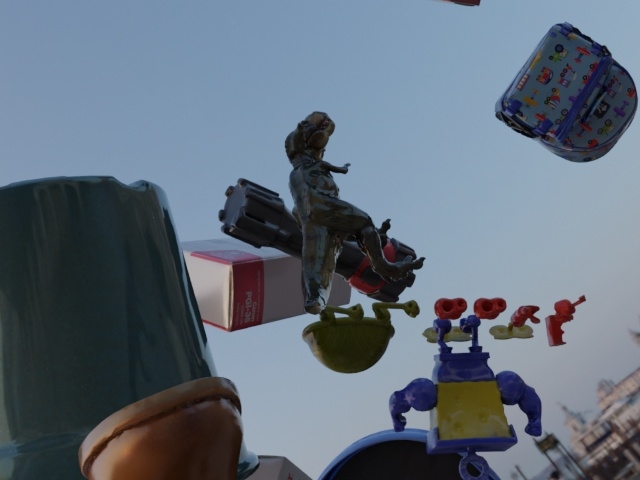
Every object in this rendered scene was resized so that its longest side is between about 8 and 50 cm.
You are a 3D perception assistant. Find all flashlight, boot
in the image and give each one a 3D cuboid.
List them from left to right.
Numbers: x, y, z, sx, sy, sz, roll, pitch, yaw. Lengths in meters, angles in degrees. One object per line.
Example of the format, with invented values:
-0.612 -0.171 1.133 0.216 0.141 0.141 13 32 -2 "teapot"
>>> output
-0.075 0.234 0.396 0.109 0.220 0.283 -5 -42 -32 "boot"
0.000 0.000 0.952 0.304 0.103 0.103 24 -27 -28 "flashlight"

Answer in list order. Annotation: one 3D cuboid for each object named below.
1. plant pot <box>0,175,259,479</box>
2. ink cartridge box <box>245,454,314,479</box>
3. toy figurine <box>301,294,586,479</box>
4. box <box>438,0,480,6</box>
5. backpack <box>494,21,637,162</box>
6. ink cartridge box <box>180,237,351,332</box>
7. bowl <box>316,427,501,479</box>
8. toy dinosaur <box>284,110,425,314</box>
-0.269 0.123 0.731 0.341 0.334 0.341 -13 -9 -2 "plant pot"
-0.042 0.397 0.863 0.086 0.153 0.208 -15 -49 33 "ink cartridge box"
0.163 0.198 0.838 0.362 0.217 0.191 -2 -19 -5 "toy figurine"
0.226 -0.558 1.200 0.126 0.148 0.232 -18 -56 -50 "box"
0.351 -0.193 0.907 0.158 0.173 0.117 -55 -4 11 "backpack"
-0.107 0.061 1.156 0.283 0.207 0.117 -6 -78 -45 "ink cartridge box"
0.165 0.527 1.205 0.391 0.391 0.077 -43 1 13 "bowl"
0.021 -0.010 0.577 0.118 0.268 0.064 26 -57 -24 "toy dinosaur"
